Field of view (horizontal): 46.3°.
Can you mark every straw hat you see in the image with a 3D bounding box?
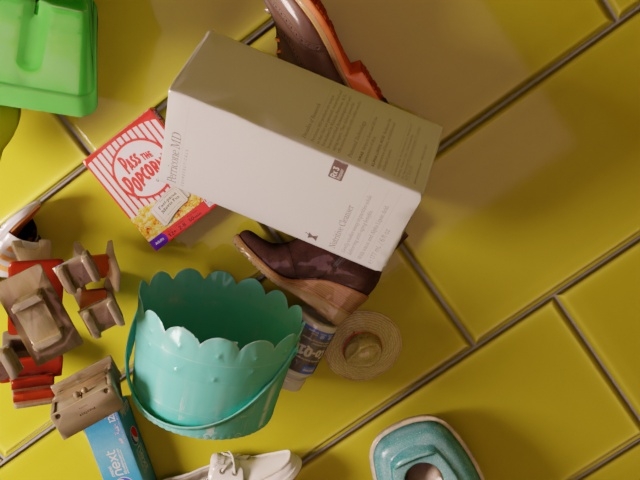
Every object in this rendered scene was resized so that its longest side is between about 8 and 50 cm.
[{"bbox_3d":[0.075,0.195,1.320,0.144,0.061,0.144,0,104,-1],"label":"straw hat"}]

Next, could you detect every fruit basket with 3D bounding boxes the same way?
[{"bbox_3d":[-0.514,-0.269,1.090,0.392,0.392,0.283,-8,58,-5],"label":"fruit basket"}]

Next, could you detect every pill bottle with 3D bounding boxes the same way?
[{"bbox_3d":[-0.033,0.189,1.308,0.078,0.078,0.137,26,104,-6],"label":"pill bottle"}]

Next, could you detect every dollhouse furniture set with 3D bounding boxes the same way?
[{"bbox_3d":[-0.405,0.154,1.149,0.212,0.161,0.242,-27,104,-13],"label":"dollhouse furniture set"},{"bbox_3d":[-0.464,0.132,1.217,0.262,0.135,0.259,-4,129,-27],"label":"dollhouse furniture set"}]

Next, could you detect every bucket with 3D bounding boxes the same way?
[{"bbox_3d":[-0.176,0.180,1.216,0.281,0.281,0.183,11,107,-3],"label":"bucket"}]

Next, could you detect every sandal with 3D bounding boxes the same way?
[{"bbox_3d":[-0.533,0.039,1.269,0.076,0.102,0.265,41,108,-10],"label":"sandal"}]

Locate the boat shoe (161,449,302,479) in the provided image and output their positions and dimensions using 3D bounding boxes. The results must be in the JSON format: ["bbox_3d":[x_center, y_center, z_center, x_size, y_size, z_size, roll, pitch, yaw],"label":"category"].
[{"bbox_3d":[-0.172,0.430,1.355,0.277,0.098,0.096,-23,103,6],"label":"boat shoe"}]

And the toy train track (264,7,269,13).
[{"bbox_3d":[-0.061,-0.400,1.206,0.048,0.014,0.083,40,99,-9],"label":"toy train track"}]

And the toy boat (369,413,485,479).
[{"bbox_3d":[0.141,0.475,1.333,0.318,0.148,0.267,-29,94,8],"label":"toy boat"}]

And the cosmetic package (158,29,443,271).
[{"bbox_3d":[-0.037,-0.131,1.137,0.385,0.156,0.217,20,143,0],"label":"cosmetic package"}]

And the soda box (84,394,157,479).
[{"bbox_3d":[-0.360,0.395,1.361,0.071,0.067,0.210,-15,102,4],"label":"soda box"}]

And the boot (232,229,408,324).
[{"bbox_3d":[0.000,0.000,1.279,0.248,0.090,0.207,35,88,-6],"label":"boot"}]

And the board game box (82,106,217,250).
[{"bbox_3d":[-0.277,-0.102,1.258,0.147,0.045,0.193,-37,100,8],"label":"board game box"}]

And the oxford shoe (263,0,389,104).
[{"bbox_3d":[-0.031,-0.297,1.173,0.132,0.130,0.364,-32,103,15],"label":"oxford shoe"}]
